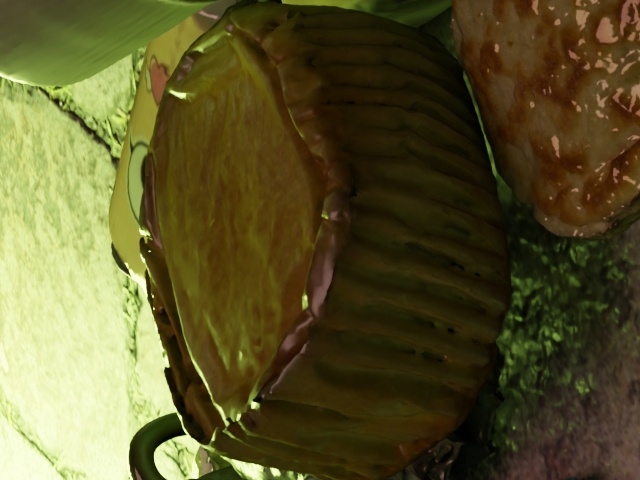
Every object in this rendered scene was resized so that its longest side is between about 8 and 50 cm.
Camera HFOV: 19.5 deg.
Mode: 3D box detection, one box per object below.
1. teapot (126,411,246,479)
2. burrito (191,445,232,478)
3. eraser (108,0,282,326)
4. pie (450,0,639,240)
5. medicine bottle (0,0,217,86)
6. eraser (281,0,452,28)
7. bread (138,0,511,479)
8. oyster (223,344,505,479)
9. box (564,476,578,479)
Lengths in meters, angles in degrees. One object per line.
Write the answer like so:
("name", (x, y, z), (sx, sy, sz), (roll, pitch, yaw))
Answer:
("teapot", (-0.060, 0.238, 1.285), (0.267, 0.175, 0.185), (63, 144, 22))
("burrito", (-0.073, 0.218, 1.425), (0.055, 0.041, 0.149), (-15, 85, 46))
("eraser", (-0.066, -0.065, 1.260), (0.171, 0.087, 0.290), (54, 143, 31))
("pie", (0.142, -0.105, 0.910), (0.179, 0.084, 0.205), (58, 143, 27))
("medicine bottle", (-0.035, -0.237, 0.898), (0.384, 0.224, 0.224), (-28, 76, 32))
("eraser", (0.001, -0.291, 1.077), (0.144, 0.078, 0.343), (-29, 77, 56))
("bread", (0.000, 0.000, 1.013), (0.227, 0.142, 0.253), (-49, 43, 36))
("oyster", (0.009, 0.099, 1.171), (0.267, 0.112, 0.198), (-50, 57, 46))
("box", (0.060, 0.225, 1.100), (0.083, 0.142, 0.232), (59, 147, 4))
